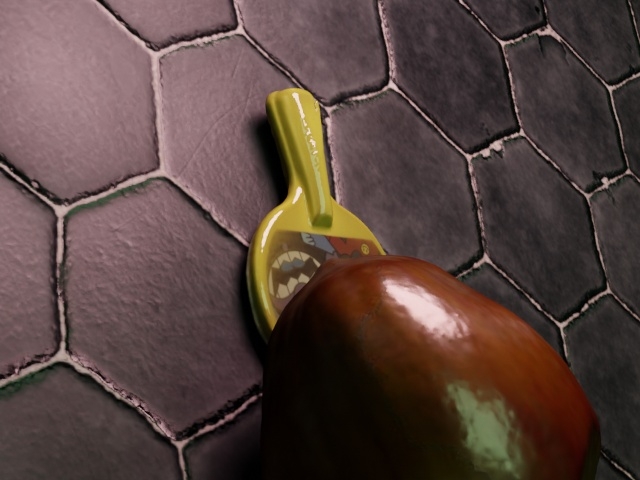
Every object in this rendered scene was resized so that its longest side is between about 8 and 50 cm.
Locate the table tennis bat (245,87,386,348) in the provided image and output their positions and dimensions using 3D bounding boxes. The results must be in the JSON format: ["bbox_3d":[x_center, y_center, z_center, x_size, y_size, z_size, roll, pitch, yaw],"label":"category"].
[{"bbox_3d":[0.000,0.000,1.444,0.224,0.054,0.368,5,68,-43],"label":"table tennis bat"}]

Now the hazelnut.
[{"bbox_3d":[0.097,0.186,1.229,0.366,0.366,0.366,23,53,-34],"label":"hazelnut"}]
